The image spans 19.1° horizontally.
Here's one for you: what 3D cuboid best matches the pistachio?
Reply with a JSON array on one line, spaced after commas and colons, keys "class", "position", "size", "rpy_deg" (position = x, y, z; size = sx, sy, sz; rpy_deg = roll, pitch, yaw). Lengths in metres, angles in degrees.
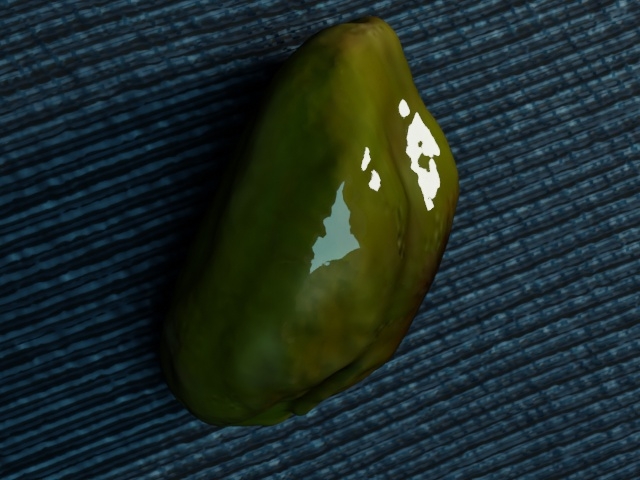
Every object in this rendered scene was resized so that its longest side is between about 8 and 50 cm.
[{"class": "pistachio", "position": [0.000, -0.002, 0.805], "size": [0.100, 0.110, 0.189], "rpy_deg": [25, 91, 6]}]
